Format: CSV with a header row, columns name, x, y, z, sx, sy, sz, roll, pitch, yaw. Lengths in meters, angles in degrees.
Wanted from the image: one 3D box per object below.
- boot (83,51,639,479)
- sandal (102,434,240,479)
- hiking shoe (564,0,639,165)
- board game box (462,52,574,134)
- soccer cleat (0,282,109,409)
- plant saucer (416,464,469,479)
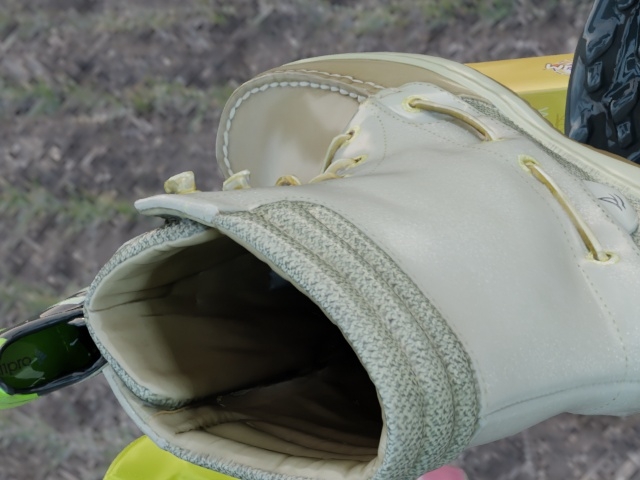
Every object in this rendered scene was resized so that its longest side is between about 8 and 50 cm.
name,x,y,z,sx,sy,sz,roll,pitch,yaw
boot,0.000,0.000,0.465,0.213,0.165,0.077,28,118,42
sandal,-0.103,0.253,0.852,0.126,0.138,0.317,20,43,9
hiking shoe,0.178,-0.032,0.729,0.113,0.304,0.132,2,42,20
board game box,0.218,-0.012,1.122,0.316,0.242,0.064,-7,27,0
soccer cleat,-0.123,0.050,0.954,0.179,0.060,0.072,-27,9,-29
plant saucer,0.085,0.278,1.063,0.084,0.332,0.332,-15,47,5
